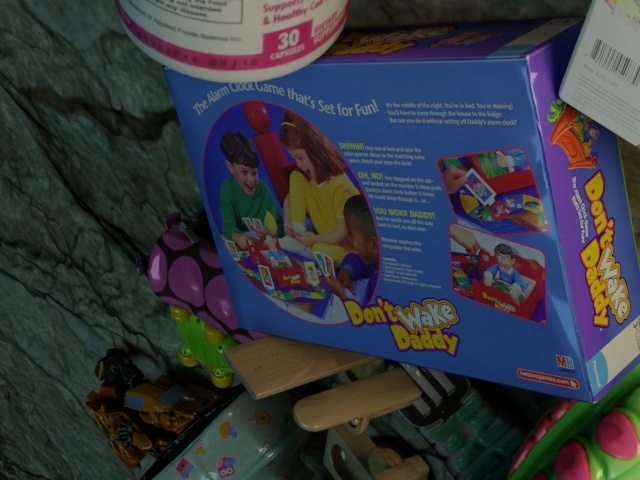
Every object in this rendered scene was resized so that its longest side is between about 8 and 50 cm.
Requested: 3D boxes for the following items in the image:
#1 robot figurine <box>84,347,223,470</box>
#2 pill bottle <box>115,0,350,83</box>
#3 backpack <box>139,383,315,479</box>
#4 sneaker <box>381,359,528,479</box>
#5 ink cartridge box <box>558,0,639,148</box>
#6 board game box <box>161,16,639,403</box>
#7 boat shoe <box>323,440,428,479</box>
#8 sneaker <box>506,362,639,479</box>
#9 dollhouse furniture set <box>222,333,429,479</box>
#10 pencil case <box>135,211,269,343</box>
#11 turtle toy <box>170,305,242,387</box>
[{"bbox_3d":[-0.197,0.242,1.526,0.291,0.085,0.211,4,127,50],"label":"robot figurine"},{"bbox_3d":[-0.051,-0.246,0.713,0.160,0.160,0.283,35,147,21],"label":"pill bottle"},{"bbox_3d":[-0.087,0.240,1.285,0.144,0.166,0.188,40,105,13],"label":"backpack"},{"bbox_3d":[0.132,0.169,1.063,0.223,0.083,0.098,54,178,-16],"label":"sneaker"},{"bbox_3d":[0.208,-0.127,0.611,0.115,0.067,0.198,37,149,18],"label":"ink cartridge box"},{"bbox_3d":[0.050,-0.031,0.858,0.347,0.078,0.233,8,120,45],"label":"board game box"},{"bbox_3d":[0.025,0.311,1.303,0.111,0.104,0.307,44,149,7],"label":"boat shoe"},{"bbox_3d":[0.188,0.279,0.923,0.202,0.185,0.482,31,134,-2],"label":"sneaker"},{"bbox_3d":[0.002,0.172,0.984,0.144,0.123,0.151,48,141,41],"label":"dollhouse furniture set"},{"bbox_3d":[-0.075,0.047,1.151,0.209,0.095,0.098,22,120,34],"label":"pencil case"},{"bbox_3d":[-0.099,0.102,1.261,0.130,0.066,0.095,28,141,29],"label":"turtle toy"}]
